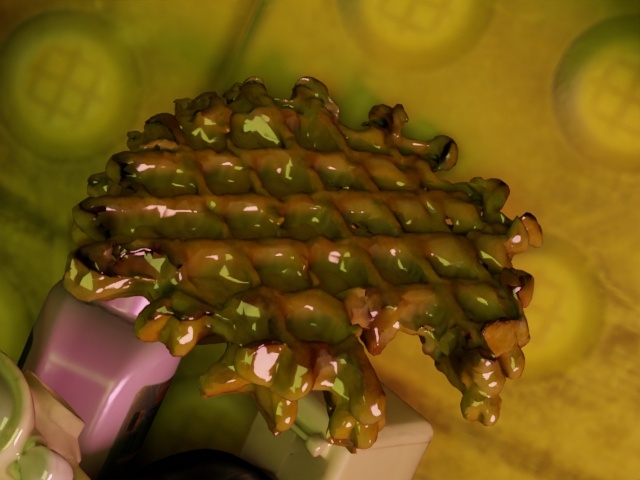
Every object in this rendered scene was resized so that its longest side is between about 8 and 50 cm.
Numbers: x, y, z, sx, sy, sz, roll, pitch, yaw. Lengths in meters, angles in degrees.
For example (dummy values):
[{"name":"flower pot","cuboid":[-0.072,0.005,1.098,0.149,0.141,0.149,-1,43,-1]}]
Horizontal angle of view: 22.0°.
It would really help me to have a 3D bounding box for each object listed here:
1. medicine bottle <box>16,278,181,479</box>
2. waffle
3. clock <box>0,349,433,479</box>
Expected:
[{"name":"medicine bottle","cuboid":[-0.127,0.087,0.875,0.078,0.115,0.219,26,100,3]},{"name":"waffle","cuboid":[0.000,0.000,0.802,0.229,0.231,0.051,22,130,3]},{"name":"clock","cuboid":[-0.123,0.172,0.775,0.120,0.379,0.276,36,110,34]}]
